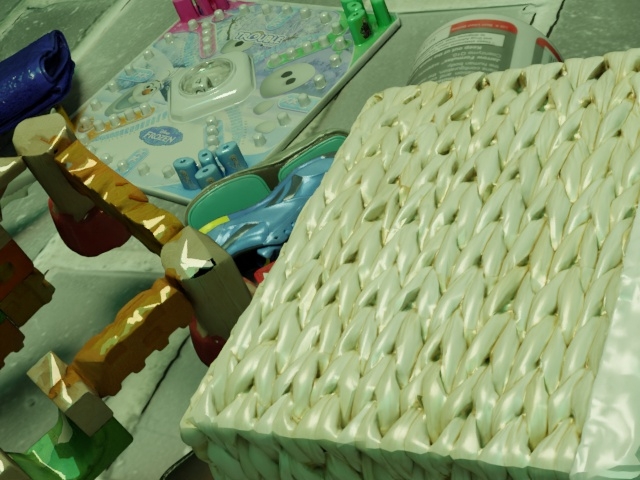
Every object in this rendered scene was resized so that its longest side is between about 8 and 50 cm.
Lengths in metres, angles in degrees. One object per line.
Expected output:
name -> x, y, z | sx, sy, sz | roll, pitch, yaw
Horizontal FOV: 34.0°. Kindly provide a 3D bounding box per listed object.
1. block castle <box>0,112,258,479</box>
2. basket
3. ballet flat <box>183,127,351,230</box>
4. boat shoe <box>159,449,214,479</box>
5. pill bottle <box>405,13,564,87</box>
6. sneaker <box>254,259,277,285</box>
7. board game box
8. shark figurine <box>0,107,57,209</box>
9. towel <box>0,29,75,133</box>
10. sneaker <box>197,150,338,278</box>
block castle -> -0.287, 0.134, 0.934 | 0.303, 0.213, 0.453 | 35, 72, 29
basket -> 0.140, 0.094, 0.668 | 0.266, 0.328, 0.331 | 2, 46, 32
ballet flat -> -0.051, -0.058, 1.161 | 0.213, 0.072, 0.068 | -27, 8, -4
boat shoe -> -0.050, 0.168, 0.885 | 0.207, 0.073, 0.073 | -27, 40, -1
pill bottle -> 0.141, -0.071, 0.985 | 0.161, 0.161, 0.283 | -4, 43, 24
sneaker -> 0.000, 0.000, 1.040 | 0.128, 0.087, 0.221 | -6, 41, 21
board game box -> -0.152, -0.217, 1.396 | 0.390, 0.050, 0.390 | 16, 54, 40
shark figurine -> -0.441, -0.063, 1.284 | 0.278, 0.116, 0.166 | -31, 8, 1
towel -> -0.487, -0.175, 1.479 | 0.308, 0.076, 0.228 | -29, 23, 7
sneaker -> -0.035, -0.014, 1.093 | 0.209, 0.069, 0.082 | -32, 46, -6
